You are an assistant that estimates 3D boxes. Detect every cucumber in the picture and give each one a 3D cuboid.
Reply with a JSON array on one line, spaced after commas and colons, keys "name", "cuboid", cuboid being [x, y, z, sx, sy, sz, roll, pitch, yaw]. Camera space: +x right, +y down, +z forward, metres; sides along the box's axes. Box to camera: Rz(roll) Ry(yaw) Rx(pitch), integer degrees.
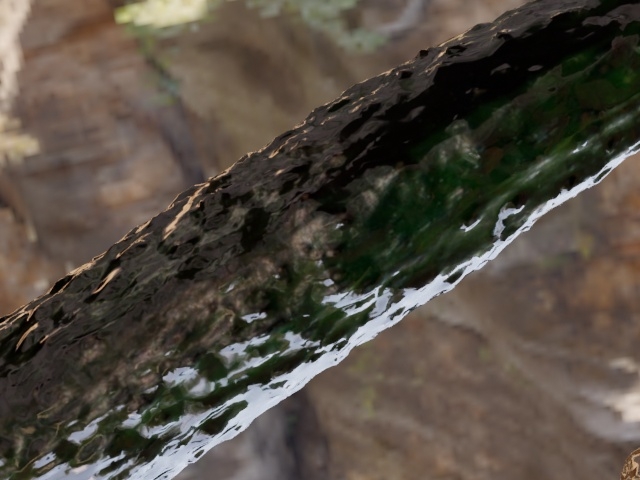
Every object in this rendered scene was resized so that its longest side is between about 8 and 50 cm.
[{"name": "cucumber", "cuboid": [0.000, 0.000, 0.560, 0.293, 0.067, 0.067, -33, -160, 2]}]

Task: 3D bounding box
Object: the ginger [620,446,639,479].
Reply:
[{"name": "ginger", "cuboid": [0.153, 0.160, 1.068, 0.096, 0.067, 0.165, -28, 180, 33]}]
